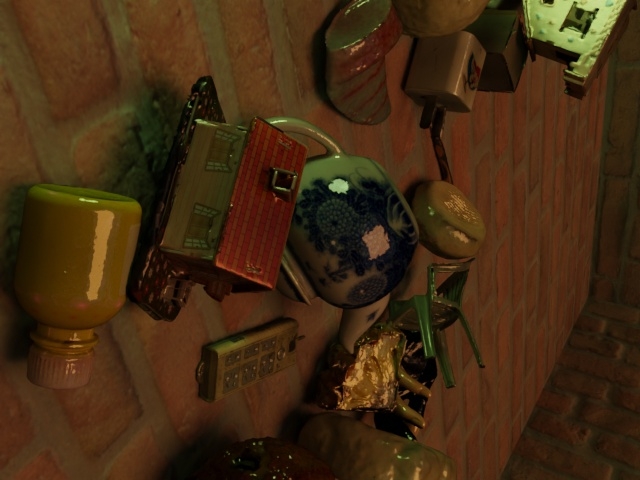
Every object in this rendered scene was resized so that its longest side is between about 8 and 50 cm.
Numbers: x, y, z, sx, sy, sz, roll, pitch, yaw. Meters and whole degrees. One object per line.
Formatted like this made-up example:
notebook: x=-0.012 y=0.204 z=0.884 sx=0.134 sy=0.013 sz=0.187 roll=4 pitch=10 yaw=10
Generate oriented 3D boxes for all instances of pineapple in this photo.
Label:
pineapple: x=0.085 y=0.274 z=1.404 sx=0.236 sy=0.115 sz=0.186 roll=-47 pitch=112 yaw=-28

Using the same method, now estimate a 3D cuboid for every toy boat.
toy boat: x=0.082 y=-0.289 z=1.250 sx=0.206 sy=0.096 sz=0.282 roll=-55 pitch=156 yaw=-19

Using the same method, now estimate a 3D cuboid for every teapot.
teapot: x=0.000 y=0.000 z=1.093 sx=0.280 sy=0.252 sz=0.423 roll=-30 pitch=114 yaw=-3

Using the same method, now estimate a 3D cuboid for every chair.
chair: x=0.251 y=0.167 z=1.504 sx=0.191 sy=0.203 sz=0.274 roll=8 pitch=59 yaw=-20

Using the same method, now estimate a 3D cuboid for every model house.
model house: x=-0.108 y=-0.032 z=0.873 sx=0.207 sy=0.154 sz=0.293 roll=85 pitch=17 yaw=-72
model house: x=0.560 y=-0.512 z=1.562 sx=0.325 sy=0.244 sz=0.169 roll=-64 pitch=158 yaw=7

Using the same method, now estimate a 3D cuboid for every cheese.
cheese: x=0.103 y=0.430 z=1.349 sx=0.326 sy=0.318 sz=0.115 roll=116 pitch=-6 yaw=-71

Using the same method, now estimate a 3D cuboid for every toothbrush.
toothbrush: x=0.286 y=-0.212 z=1.641 sx=0.031 sy=0.023 sz=0.321 roll=-51 pitch=141 yaw=-30

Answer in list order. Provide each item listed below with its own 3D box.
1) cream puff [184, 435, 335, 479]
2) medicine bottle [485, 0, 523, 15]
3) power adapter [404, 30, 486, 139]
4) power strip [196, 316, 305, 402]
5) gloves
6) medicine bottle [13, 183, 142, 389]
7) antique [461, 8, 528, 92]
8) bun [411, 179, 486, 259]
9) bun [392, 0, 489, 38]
cream puff: x=-0.121 y=0.441 z=1.080 sx=0.303 sy=0.212 sz=0.302 roll=-35 pitch=137 yaw=-40
medicine bottle: x=0.466 y=-0.631 z=1.677 sx=0.296 sy=0.111 sz=0.161 roll=-23 pitch=135 yaw=-51
power adapter: x=0.252 y=-0.318 z=1.445 sx=0.130 sy=0.125 sz=0.204 roll=18 pitch=86 yaw=-59
power strip: x=-0.104 y=0.192 z=1.168 sx=0.268 sy=0.034 sz=0.092 roll=-12 pitch=112 yaw=-56
gloves: x=0.194 y=0.351 z=1.588 sx=0.301 sy=0.153 sz=0.197 roll=-82 pitch=153 yaw=-42
medicine bottle: x=-0.272 y=0.051 z=0.761 sx=0.122 sy=0.122 sz=0.212 roll=1 pitch=101 yaw=-58
antique: x=0.383 y=-0.438 z=1.585 sx=0.146 sy=0.152 sz=0.147 roll=49 pitch=58 yaw=-54
bun: x=0.277 y=-0.035 z=1.583 sx=0.127 sy=0.222 sz=0.222 roll=-46 pitch=165 yaw=33
bun: x=0.233 y=-0.539 z=1.231 sx=0.349 sy=0.227 sz=0.352 roll=26 pitch=82 yaw=-60
